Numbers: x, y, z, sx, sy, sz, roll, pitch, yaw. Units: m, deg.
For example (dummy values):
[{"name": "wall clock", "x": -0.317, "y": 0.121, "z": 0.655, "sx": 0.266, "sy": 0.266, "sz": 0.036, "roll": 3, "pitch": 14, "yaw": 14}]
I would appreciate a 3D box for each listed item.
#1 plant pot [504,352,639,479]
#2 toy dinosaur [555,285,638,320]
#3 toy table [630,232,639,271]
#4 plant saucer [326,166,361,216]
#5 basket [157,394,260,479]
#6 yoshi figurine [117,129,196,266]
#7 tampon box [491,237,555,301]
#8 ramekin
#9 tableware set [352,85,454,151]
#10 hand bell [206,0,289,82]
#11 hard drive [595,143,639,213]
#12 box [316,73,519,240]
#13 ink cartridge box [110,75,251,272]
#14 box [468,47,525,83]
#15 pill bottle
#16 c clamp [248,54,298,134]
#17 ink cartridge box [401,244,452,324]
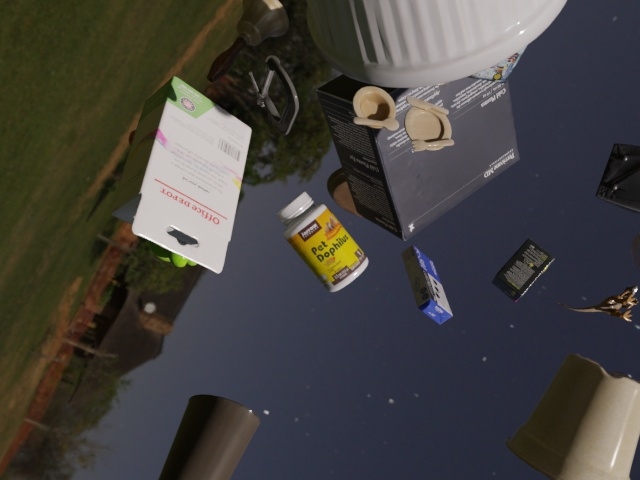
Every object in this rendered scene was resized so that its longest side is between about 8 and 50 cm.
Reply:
[{"name": "plant pot", "x": 0.712, "y": 0.481, "z": 1.652, "sx": 0.306, "sy": 0.333, "sz": 0.334, "roll": -67, "pitch": -164, "yaw": 1}, {"name": "toy dinosaur", "x": 0.703, "y": 0.162, "z": 1.512, "sx": 0.112, "sy": 0.211, "sz": 0.064, "roll": -178, "pitch": -102, "yaw": -73}, {"name": "toy table", "x": 0.913, "y": 0.088, "z": 1.536, "sx": 0.161, "sy": 0.274, "sz": 0.252, "roll": -87, "pitch": -161, "yaw": -45}, {"name": "plant saucer", "x": 0.154, "y": -0.129, "z": 1.727, "sx": 0.278, "sy": 0.277, "sz": 0.041, "roll": -35, "pitch": -138, "yaw": 56}, {"name": "basket", "x": -0.255, "y": 0.473, "z": 1.337, "sx": 0.204, "sy": 0.154, "sz": 0.227, "roll": -17, "pitch": -141, "yaw": 42}, {"name": "yoshi figurine", "x": -0.397, "y": -0.098, "z": 1.587, "sx": 0.203, "sy": 0.203, "sz": 0.362, "roll": 81, "pitch": -3, "yaw": -80}, {"name": "tampon box", "x": 0.632, "y": 0.095, "z": 1.937, "sx": 0.161, "sy": 0.101, "sz": 0.120, "roll": -47, "pitch": 163, "yaw": -5}, {"name": "ramekin", "x": 0.099, "y": -0.288, "z": 0.592, "sx": 0.272, "sy": 0.127, "sz": 0.273, "roll": -10, "pitch": -124, "yaw": 16}, {"name": "tableware set", "x": 0.100, "y": -0.189, "z": 0.761, "sx": 0.020, "sy": 0.141, "sz": 0.169, "roll": 133, "pitch": -39, "yaw": -65}, {"name": "hand bell", "x": -0.185, "y": -0.444, "z": 1.406, "sx": 0.242, "sy": 0.126, "sz": 0.126, "roll": -58, "pitch": -166, "yaw": -26}, {"name": "hard drive", "x": 0.823, "y": -0.132, "z": 1.503, "sx": 0.172, "sy": 0.254, "sz": 0.054, "roll": -66, "pitch": 155, "yaw": -12}, {"name": "box", "x": 0.211, "y": -0.234, "z": 1.272, "sx": 0.343, "sy": 0.313, "sz": 0.179, "roll": -33, "pitch": -144, "yaw": -17}, {"name": "ink cartridge box", "x": -0.270, "y": -0.111, "z": 1.202, "sx": 0.119, "sy": 0.207, "sz": 0.354, "roll": -22, "pitch": -131, "yaw": 40}, {"name": "box", "x": 0.306, "y": -0.338, "z": 1.076, "sx": 0.137, "sy": 0.093, "sz": 0.027, "roll": 108, "pitch": -13, "yaw": -56}, {"name": "pill bottle", "x": 0.000, "y": 0.000, "z": 1.364, "sx": 0.117, "sy": 0.215, "sz": 0.117, "roll": -39, "pitch": -174, "yaw": 5}, {"name": "c clamp", "x": -0.078, "y": -0.240, "z": 0.992, "sx": 0.022, "sy": 0.137, "sz": 0.160, "roll": -23, "pitch": 177, "yaw": -19}, {"name": "ink cartridge box", "x": 0.277, "y": 0.112, "z": 1.620, "sx": 0.046, "sy": 0.097, "sz": 0.207, "roll": -38, "pitch": -145, "yaw": 22}]
